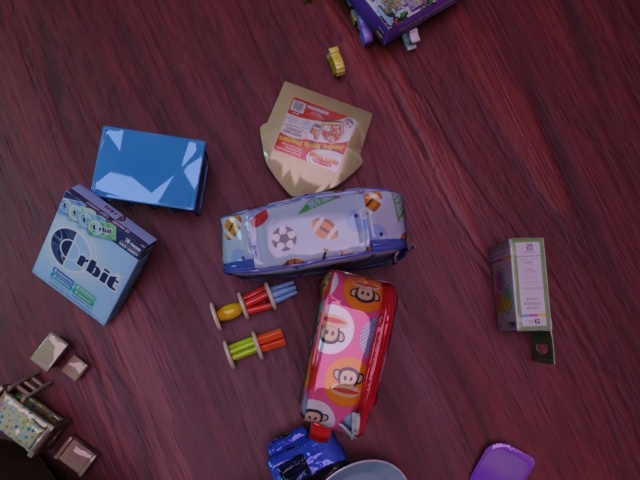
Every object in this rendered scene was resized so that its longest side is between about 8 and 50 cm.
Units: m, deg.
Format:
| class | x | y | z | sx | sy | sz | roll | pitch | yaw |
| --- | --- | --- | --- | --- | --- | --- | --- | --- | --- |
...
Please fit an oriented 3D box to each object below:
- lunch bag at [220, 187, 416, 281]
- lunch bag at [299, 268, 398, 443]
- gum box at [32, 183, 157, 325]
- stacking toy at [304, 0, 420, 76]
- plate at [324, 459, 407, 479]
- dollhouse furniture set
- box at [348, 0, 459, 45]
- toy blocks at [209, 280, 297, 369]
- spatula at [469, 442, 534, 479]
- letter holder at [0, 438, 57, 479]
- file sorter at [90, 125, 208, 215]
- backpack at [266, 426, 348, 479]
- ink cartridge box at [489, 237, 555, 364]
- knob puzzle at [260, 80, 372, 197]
| class | x | y | z | sx | sy | sz | roll | pitch | yaw |
| --- | --- | --- | --- | --- | --- | --- | --- | --- | --- |
| lunch bag | 0.000 | 0.000 | 1.065 | 0.303 | 0.243 | 0.115 | -6 | 81 | 2 |
| lunch bag | 0.029 | 0.181 | 1.010 | 0.120 | 0.293 | 0.258 | 13 | 85 | 1 |
| gum box | -0.375 | 0.026 | 1.090 | 0.157 | 0.041 | 0.184 | 36 | 119 | 3 |
| stacking toy | 0.068 | -0.426 | 1.222 | 0.167 | 0.052 | 0.221 | -19 | 82 | -6 |
| plate | 0.060 | 0.436 | 1.079 | 0.188 | 0.024 | 0.188 | -5 | 106 | -19 |
| dollhouse furniture set | -0.417 | 0.266 | 1.071 | 0.182 | 0.101 | 0.161 | 35 | 82 | 3 |
| box | 0.112 | -0.518 | 1.196 | 0.201 | 0.057 | 0.293 | -33 | 79 | -13 |
| toy blocks | -0.100 | 0.138 | 1.129 | 0.148 | 0.054 | 0.123 | -20 | 82 | -6 |
| spatula | 0.256 | 0.479 | 1.107 | 0.084 | 0.030 | 0.296 | 29 | 82 | 3 |
| letter holder | -0.489 | 0.390 | 0.916 | 0.214 | 0.302 | 0.152 | 31 | 79 | -38 |
| file sorter | -0.283 | -0.112 | 1.132 | 0.170 | 0.104 | 0.118 | 8 | 82 | -1 |
| backpack | -0.021 | 0.356 | 1.079 | 0.120 | 0.098 | 0.101 | -24 | 64 | -4 |
| ink cartridge box | 0.341 | 0.105 | 1.127 | 0.062 | 0.109 | 0.209 | -3 | 82 | -3 |
| knob puzzle | -0.017 | -0.166 | 1.190 | 0.213 | 0.030 | 0.213 | 1 | 81 | -3 |
